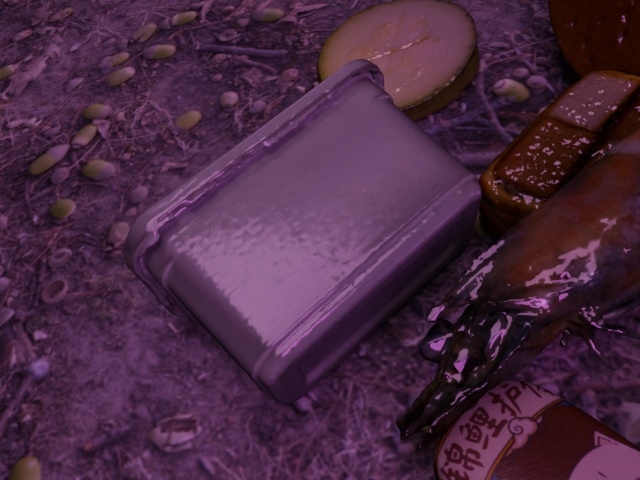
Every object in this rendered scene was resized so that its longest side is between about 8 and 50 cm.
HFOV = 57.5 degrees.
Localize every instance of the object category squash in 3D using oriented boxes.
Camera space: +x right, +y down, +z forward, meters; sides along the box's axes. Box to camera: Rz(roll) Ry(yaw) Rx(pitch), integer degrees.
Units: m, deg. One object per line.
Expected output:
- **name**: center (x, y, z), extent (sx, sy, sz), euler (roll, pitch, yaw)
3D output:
- **squash**: center (0.099, -0.241, 0.783), extent (0.219, 0.041, 0.219), euler (-9, 56, 14)

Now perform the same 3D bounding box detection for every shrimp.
- **shrimp**: center (0.261, 0.055, 0.430), extent (0.444, 0.085, 0.272), euler (-28, 72, -7)

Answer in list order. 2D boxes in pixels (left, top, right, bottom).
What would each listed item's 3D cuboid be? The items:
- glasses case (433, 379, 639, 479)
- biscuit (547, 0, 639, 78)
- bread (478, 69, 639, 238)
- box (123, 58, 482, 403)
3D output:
- **glasses case**: center (0.219, 0.222, 0.396), extent (0.122, 0.082, 0.321), euler (-36, 52, -23)
- **biscuit**: center (0.411, -0.310, 0.567), extent (0.070, 0.394, 0.350), euler (-8, 51, -39)
- **bread**: center (0.278, -0.066, 0.578), extent (0.222, 0.096, 0.181), euler (-42, 54, -14)
- **box**: center (0.000, 0.000, 0.568), extent (0.311, 0.175, 0.182), euler (-39, 64, -13)
